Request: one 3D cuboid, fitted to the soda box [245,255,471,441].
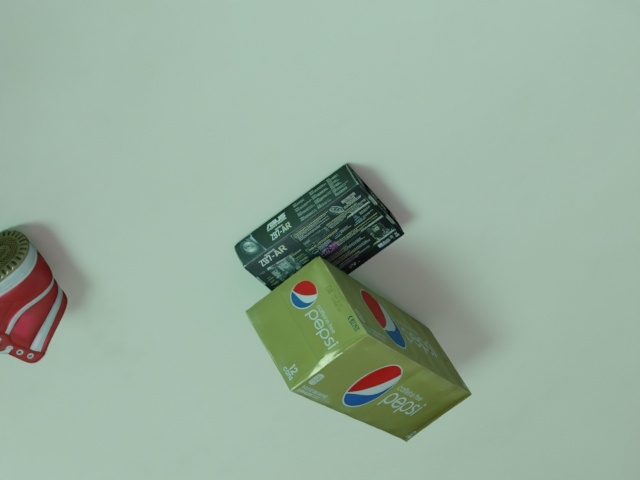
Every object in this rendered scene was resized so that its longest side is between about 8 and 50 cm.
[{"bbox_3d":[0.029,0.073,0.811,0.058,0.061,0.181,-38,150,11],"label":"soda box"}]

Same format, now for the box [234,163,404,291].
[{"bbox_3d":[0.000,0.000,0.766,0.083,0.018,0.067,-36,142,9],"label":"box"}]

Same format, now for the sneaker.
[{"bbox_3d":[-0.189,0.049,0.681,0.118,0.042,0.067,-31,139,-1],"label":"sneaker"}]
